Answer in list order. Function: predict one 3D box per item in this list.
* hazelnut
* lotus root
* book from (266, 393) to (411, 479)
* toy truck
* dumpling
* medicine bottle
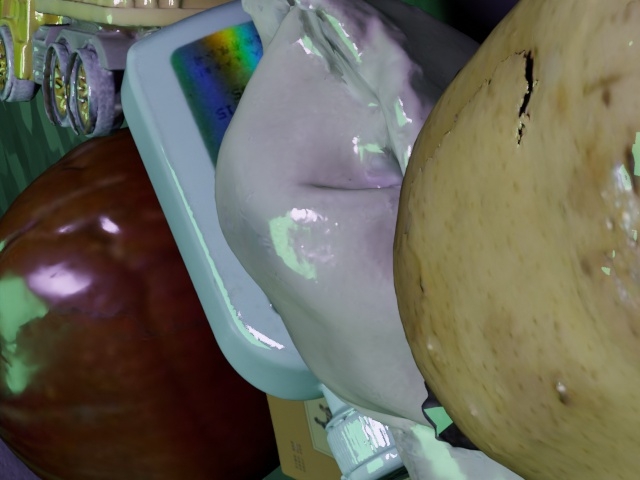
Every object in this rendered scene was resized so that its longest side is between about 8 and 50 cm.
[{"bbox_3d":[-0.106,0.052,0.981,0.229,0.229,0.229,162,90,-72],"label":"hazelnut"},{"bbox_3d":[0.102,-0.001,0.439,0.284,0.146,0.160,131,139,-61],"label":"lotus root"},{"bbox_3d":[0.033,0.099,0.855,0.172,0.012,0.118,19,129,41],"label":"book"},{"bbox_3d":[-0.108,-0.147,0.960,0.272,0.124,0.157,-157,67,-64],"label":"toy truck"},{"bbox_3d":[0.032,-0.010,0.650,0.250,0.132,0.162,66,157,5],"label":"dumpling"},{"bbox_3d":[0.000,0.000,0.775,0.083,0.121,0.229,122,128,-67],"label":"medicine bottle"}]
